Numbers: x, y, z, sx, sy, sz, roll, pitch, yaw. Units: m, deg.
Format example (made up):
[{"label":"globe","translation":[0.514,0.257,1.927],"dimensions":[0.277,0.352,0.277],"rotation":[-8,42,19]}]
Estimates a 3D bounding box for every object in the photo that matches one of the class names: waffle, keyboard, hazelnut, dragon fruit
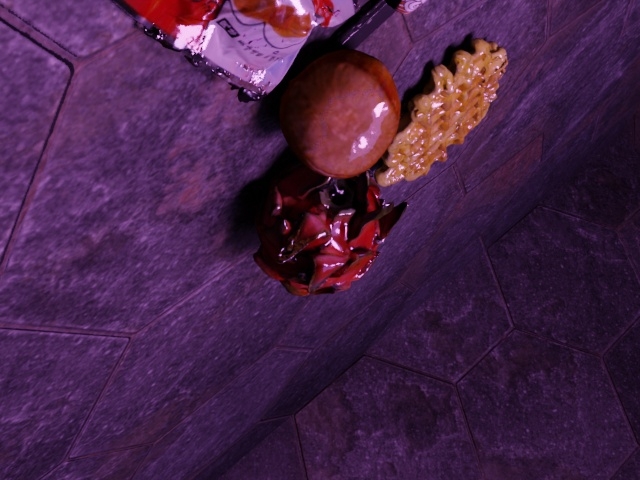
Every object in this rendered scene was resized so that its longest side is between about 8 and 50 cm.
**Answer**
[{"label":"waffle","translation":[0.216,-0.220,1.328],"dimensions":[0.307,0.060,0.312],"rotation":[-32,160,-39]},{"label":"keyboard","translation":[0.090,-0.294,0.938],"dimensions":[0.195,0.018,0.060],"rotation":[-43,170,-6]},{"label":"hazelnut","translation":[0.026,-0.151,0.921],"dimensions":[0.150,0.150,0.150],"rotation":[-40,162,-15]},{"label":"dragon fruit","translation":[0.006,-0.027,1.072],"dimensions":[0.192,0.193,0.274],"rotation":[-5,147,-19]}]

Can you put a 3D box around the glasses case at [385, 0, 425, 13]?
[{"label":"glasses case","translation":[0.147,-0.353,0.798],"dimensions":[0.267,0.067,0.103],"rotation":[-55,-173,38]}]

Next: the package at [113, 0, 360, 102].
[{"label":"package","translation":[-0.058,-0.227,0.681],"dimensions":[0.194,0.071,0.269],"rotation":[-49,150,5]}]
